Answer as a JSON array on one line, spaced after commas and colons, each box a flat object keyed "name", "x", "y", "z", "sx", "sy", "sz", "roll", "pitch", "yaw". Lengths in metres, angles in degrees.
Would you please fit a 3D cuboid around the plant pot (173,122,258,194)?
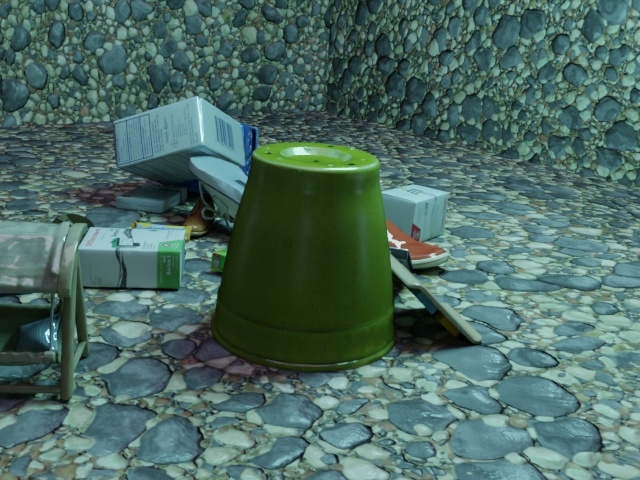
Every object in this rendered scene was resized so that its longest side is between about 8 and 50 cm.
[{"name": "plant pot", "x": -0.326, "y": -0.277, "z": 2.417, "sx": 0.236, "sy": 0.236, "sz": 0.212, "roll": 9, "pitch": 13, "yaw": 15}]

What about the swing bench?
[{"name": "swing bench", "x": -0.507, "y": 0.100, "z": 1.165, "sx": 0.253, "sy": 0.254, "sz": 0.165, "roll": 2, "pitch": 18, "yaw": -7}]

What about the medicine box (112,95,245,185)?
[{"name": "medicine box", "x": -0.410, "y": -0.281, "z": 2.174, "sx": 0.289, "sy": 0.149, "sz": 0.263, "roll": -11, "pitch": -12, "yaw": 19}]

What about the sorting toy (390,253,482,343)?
[{"name": "sorting toy", "x": 0.213, "y": 0.117, "z": 1.491, "sx": 0.208, "sy": 0.038, "sz": 0.193, "roll": 40, "pitch": 4, "yaw": -24}]

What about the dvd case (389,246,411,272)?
[{"name": "dvd case", "x": 0.116, "y": 0.040, "z": 1.683, "sx": 0.179, "sy": 0.029, "sz": 0.238, "roll": 8, "pitch": -10, "yaw": 10}]

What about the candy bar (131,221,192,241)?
[{"name": "candy bar", "x": -0.413, "y": -0.024, "z": 1.923, "sx": 0.161, "sy": 0.040, "sz": 0.018, "roll": 6, "pitch": -10, "yaw": 6}]

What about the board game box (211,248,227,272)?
[{"name": "board game box", "x": -0.151, "y": 0.060, "z": 1.698, "sx": 0.181, "sy": 0.043, "sz": 0.092, "roll": 15, "pitch": 15, "yaw": 29}]

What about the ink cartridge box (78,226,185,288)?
[{"name": "ink cartridge box", "x": -0.414, "y": 0.037, "z": 1.641, "sx": 0.219, "sy": 0.092, "sz": 0.160, "roll": 2, "pitch": 18, "yaw": -8}]

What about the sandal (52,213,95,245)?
[{"name": "sandal", "x": -0.561, "y": 0.001, "z": 1.791, "sx": 0.219, "sy": 0.060, "sz": 0.090, "roll": 26, "pitch": 31, "yaw": 17}]

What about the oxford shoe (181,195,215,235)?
[{"name": "oxford shoe", "x": -0.331, "y": -0.068, "z": 2.013, "sx": 0.076, "sy": 0.076, "sz": 0.212, "roll": 7, "pitch": 21, "yaw": -1}]

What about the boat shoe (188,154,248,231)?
[{"name": "boat shoe", "x": -0.236, "y": -0.097, "z": 1.980, "sx": 0.367, "sy": 0.156, "sz": 0.136, "roll": 33, "pitch": 28, "yaw": 32}]

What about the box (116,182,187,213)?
[{"name": "box", "x": -0.500, "y": -0.128, "z": 2.216, "sx": 0.145, "sy": 0.038, "sz": 0.186, "roll": 7, "pitch": 17, "yaw": 11}]

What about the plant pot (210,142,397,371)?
[{"name": "plant pot", "x": -0.021, "y": 0.005, "z": 1.410, "sx": 0.366, "sy": 0.353, "sz": 0.366, "roll": 3, "pitch": 18, "yaw": -1}]

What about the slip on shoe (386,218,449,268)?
[{"name": "slip on shoe", "x": 0.166, "y": 0.000, "z": 1.873, "sx": 0.331, "sy": 0.101, "sz": 0.123, "roll": 16, "pitch": 20, "yaw": 28}]

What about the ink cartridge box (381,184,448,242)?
[{"name": "ink cartridge box", "x": 0.256, "y": -0.075, "z": 2.075, "sx": 0.127, "sy": 0.128, "sz": 0.176, "roll": 18, "pitch": 22, "yaw": 37}]
